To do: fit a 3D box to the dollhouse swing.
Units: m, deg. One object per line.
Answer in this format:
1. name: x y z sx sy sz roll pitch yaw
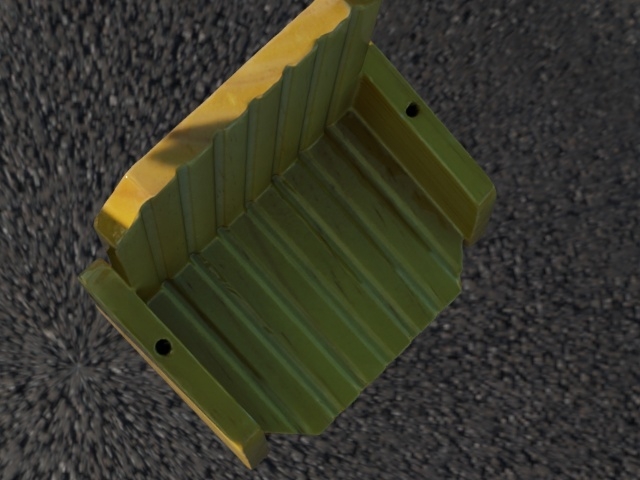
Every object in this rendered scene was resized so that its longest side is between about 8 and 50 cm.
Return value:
1. dollhouse swing: 0.000 0.000 1.061 0.347 0.305 0.315 -44 98 -13
